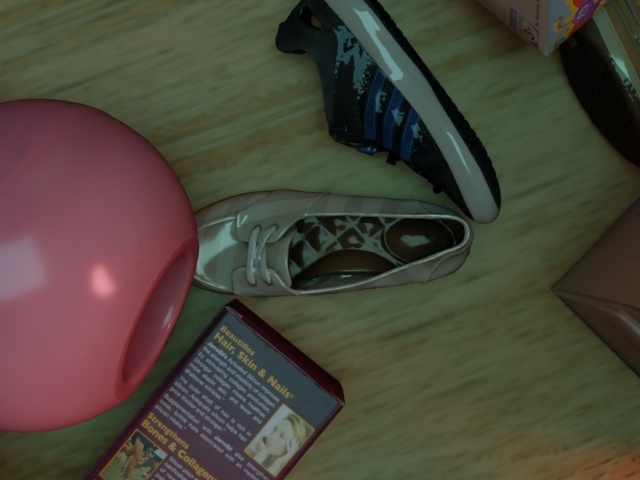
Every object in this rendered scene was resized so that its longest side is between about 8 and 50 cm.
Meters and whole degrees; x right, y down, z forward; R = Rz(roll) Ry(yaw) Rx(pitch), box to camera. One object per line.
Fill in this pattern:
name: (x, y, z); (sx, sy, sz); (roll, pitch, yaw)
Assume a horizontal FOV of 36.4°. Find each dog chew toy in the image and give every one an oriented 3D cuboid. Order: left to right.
dog chew toy: (-0.249, -0.017, 0.613); (0.331, 0.206, 0.207); (23, 90, 6)

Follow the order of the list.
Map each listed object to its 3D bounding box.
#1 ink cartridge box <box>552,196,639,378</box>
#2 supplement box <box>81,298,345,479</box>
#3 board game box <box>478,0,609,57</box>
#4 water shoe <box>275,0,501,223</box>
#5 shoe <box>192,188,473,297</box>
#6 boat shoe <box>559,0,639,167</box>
ink cartridge box: (0.329, 0.010, 0.622); (0.198, 0.197, 0.270); (45, 90, -2)
supplement box: (-0.081, 0.145, 0.671); (0.104, 0.081, 0.188); (39, 90, -2)
board game box: (0.192, -0.275, 0.603); (0.275, 0.144, 0.142); (-41, 68, -4)
water shoe: (0.048, -0.087, 0.686); (0.080, 0.073, 0.203); (-36, 86, 18)
shoe: (0.000, 0.000, 0.682); (0.218, 0.058, 0.077); (-4, 91, -1)
boat shoe: (0.208, -0.145, 0.684); (0.072, 0.068, 0.190); (-29, 92, -12)
